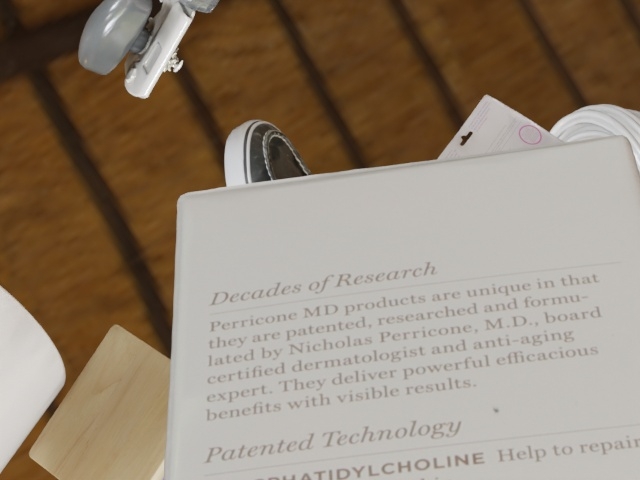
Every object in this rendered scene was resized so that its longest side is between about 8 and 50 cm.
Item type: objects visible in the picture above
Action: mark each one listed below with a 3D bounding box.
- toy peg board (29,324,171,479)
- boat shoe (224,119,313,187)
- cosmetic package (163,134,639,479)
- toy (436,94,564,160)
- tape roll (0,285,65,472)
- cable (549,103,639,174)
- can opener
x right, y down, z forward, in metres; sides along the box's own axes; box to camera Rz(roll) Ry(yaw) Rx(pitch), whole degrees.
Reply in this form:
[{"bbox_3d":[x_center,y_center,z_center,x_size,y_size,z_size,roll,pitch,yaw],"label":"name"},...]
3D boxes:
[{"bbox_3d":[-0.182,0.195,1.947,0.161,0.161,0.079,29,174,41],"label":"toy peg board"},{"bbox_3d":[-0.003,0.000,1.961,0.113,0.105,0.306,6,-122,-45],"label":"boat shoe"},{"bbox_3d":[0.086,0.188,1.292,0.393,0.327,0.329,-93,-7,-51],"label":"cosmetic package"},{"bbox_3d":[0.252,-0.050,2.219,0.237,0.056,0.137,31,-121,10],"label":"toy"},{"bbox_3d":[-0.374,0.123,1.729,0.246,0.246,0.169,46,-120,-24],"label":"tape roll"},{"bbox_3d":[0.380,-0.049,2.494,0.089,0.257,0.257,-5,-104,-30],"label":"cable"},{"bbox_3d":[-0.131,-0.257,1.856,0.093,0.280,0.074,21,-154,-34],"label":"can opener"}]
